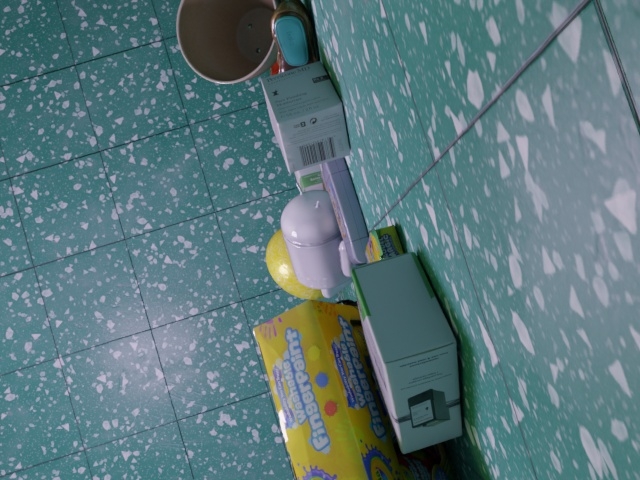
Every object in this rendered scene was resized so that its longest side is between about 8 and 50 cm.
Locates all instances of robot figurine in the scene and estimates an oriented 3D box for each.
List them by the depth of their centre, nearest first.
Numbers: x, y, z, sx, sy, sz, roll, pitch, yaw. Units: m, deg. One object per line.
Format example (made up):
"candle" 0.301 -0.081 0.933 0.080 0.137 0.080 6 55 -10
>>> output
"robot figurine" 0.000 0.000 2.111 0.300 0.199 0.354 26 143 41

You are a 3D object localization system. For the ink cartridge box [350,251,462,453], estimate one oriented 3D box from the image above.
"ink cartridge box" 0.151 0.198 1.256 0.289 0.121 0.211 76 177 -46

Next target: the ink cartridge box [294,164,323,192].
"ink cartridge box" -0.043 -0.245 2.542 0.154 0.093 0.213 82 169 -65

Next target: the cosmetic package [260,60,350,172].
"cosmetic package" -0.034 -0.283 1.658 0.151 0.151 0.184 77 174 -47

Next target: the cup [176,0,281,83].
"cup" -0.226 -0.627 2.174 0.237 0.331 0.331 -16 -91 -67

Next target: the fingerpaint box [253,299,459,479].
"fingerpaint box" 0.089 0.361 1.475 0.371 0.163 0.445 16 -129 -55

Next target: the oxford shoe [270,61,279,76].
"oxford shoe" -0.110 -0.537 2.371 0.098 0.096 0.271 43 -152 -55

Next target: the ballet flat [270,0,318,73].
"ballet flat" -0.054 -0.437 1.742 0.342 0.116 0.124 78 -166 -52

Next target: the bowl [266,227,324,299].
"bowl" -0.022 0.033 2.396 0.156 0.289 0.290 122 135 -54

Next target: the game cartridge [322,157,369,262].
"game cartridge" 0.067 -0.083 1.879 0.198 0.062 0.297 53 -161 -87

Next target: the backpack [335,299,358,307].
"backpack" 0.107 0.210 1.937 0.182 0.151 0.115 17 -116 -79

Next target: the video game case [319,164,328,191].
"video game case" 0.047 -0.107 2.314 0.206 0.026 0.227 81 171 -66

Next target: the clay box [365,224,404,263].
"clay box" 0.133 0.052 1.415 0.222 0.053 0.128 94 159 -78
